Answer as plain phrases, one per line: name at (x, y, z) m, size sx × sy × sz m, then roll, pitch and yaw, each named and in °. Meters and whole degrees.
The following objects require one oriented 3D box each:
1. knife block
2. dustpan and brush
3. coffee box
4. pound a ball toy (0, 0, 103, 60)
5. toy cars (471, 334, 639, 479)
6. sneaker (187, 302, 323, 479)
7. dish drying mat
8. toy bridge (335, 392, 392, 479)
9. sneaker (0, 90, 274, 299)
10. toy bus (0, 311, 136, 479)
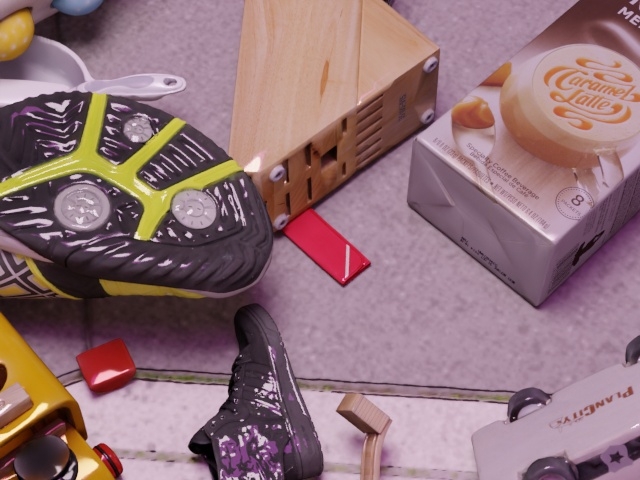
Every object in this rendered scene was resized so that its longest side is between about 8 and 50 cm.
knife block at (-0.031, -0.162, 1.259) m, size 0.275 × 0.088 × 0.242 m, roll -37°, pitch 62°, yaw -22°
dustpan and brush at (-0.212, -0.113, 1.244) m, size 0.211 × 0.060 × 0.147 m, roll 2°, pitch 57°, yaw 0°
coffee box at (0.203, -0.086, 1.208) m, size 0.141 × 0.098 × 0.246 m, roll 39°, pitch 65°, yaw 21°
pound a ball toy at (-0.276, -0.201, 1.169) m, size 0.319 × 0.208 × 0.136 m, roll -37°, pitch 91°, yaw -32°
toy cars at (0.138, 0.208, 1.021) m, size 0.393 × 0.087 × 0.176 m, roll -45°, pitch 26°, yaw -24°
sneaker at (-0.056, 0.127, 1.098) m, size 0.089 × 0.051 × 0.170 m, roll -15°, pitch 62°, yaw -15°
dish drying mat at (0.000, 0.000, 1.205) m, size 0.032 × 0.008 × 0.083 m, roll -39°, pitch 66°, yaw -21°
toy bridge at (0.001, 0.198, 1.053) m, size 0.063 × 0.026 × 0.188 m, roll 39°, pitch 64°, yaw -19°
sneaker at (-0.223, -0.019, 1.135) m, size 0.384 × 0.147 × 0.145 m, roll 10°, pitch 56°, yaw 3°
toy bus at (-0.214, 0.131, 1.064) m, size 0.202 × 0.104 × 0.191 m, roll 3°, pitch 58°, yaw 2°
